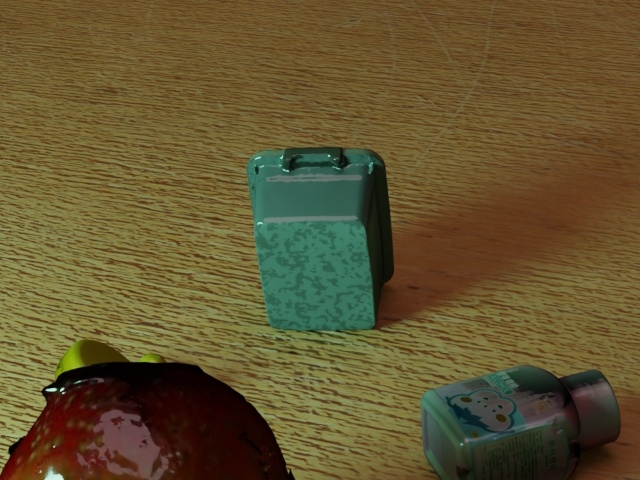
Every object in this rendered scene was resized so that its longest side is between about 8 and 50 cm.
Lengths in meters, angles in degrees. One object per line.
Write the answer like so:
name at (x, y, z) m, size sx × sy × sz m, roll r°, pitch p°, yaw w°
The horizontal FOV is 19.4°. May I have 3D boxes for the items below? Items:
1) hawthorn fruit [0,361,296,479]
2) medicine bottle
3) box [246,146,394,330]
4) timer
hawthorn fruit at (-0.162, 0.251, 1.694) m, size 0.316 × 0.316 × 0.316 m, roll -3°, pitch 30°, yaw 2°
medicine bottle at (0.210, 0.194, 1.938) m, size 0.188 × 0.094 × 0.119 m, roll -14°, pitch 30°, yaw -15°
box at (0.000, 0.000, 2.184) m, size 0.162 × 0.227 × 0.130 m, roll 0°, pitch 45°, yaw 6°
timer at (-0.233, 0.151, 2.059) m, size 0.107 × 0.109 × 0.107 m, roll 36°, pitch 20°, yaw -15°
